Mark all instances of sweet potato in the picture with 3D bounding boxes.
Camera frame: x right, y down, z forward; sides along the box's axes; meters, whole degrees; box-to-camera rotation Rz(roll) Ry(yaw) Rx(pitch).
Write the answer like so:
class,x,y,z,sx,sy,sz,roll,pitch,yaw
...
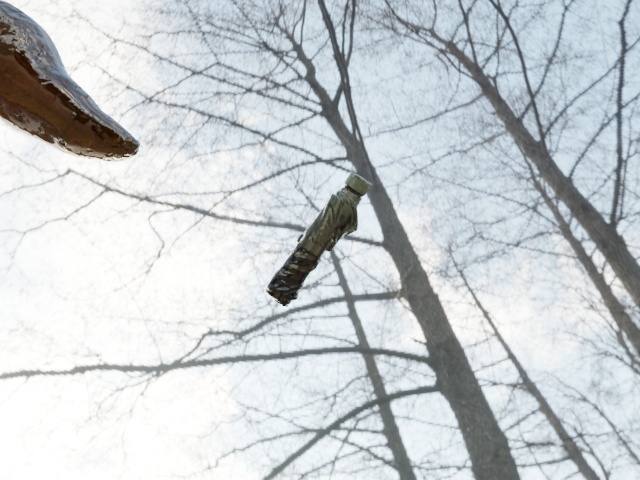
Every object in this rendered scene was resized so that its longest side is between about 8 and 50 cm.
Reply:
class,x,y,z,sx,sy,sz,roll,pitch,yaw
sweet potato,-0.338,-0.188,0.734,0.359,0.112,0.112,48,-62,12

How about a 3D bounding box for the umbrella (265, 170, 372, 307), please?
class,x,y,z,sx,sy,sz,roll,pitch,yaw
umbrella,0.000,0.000,0.830,0.050,0.046,0.188,37,-94,-31
